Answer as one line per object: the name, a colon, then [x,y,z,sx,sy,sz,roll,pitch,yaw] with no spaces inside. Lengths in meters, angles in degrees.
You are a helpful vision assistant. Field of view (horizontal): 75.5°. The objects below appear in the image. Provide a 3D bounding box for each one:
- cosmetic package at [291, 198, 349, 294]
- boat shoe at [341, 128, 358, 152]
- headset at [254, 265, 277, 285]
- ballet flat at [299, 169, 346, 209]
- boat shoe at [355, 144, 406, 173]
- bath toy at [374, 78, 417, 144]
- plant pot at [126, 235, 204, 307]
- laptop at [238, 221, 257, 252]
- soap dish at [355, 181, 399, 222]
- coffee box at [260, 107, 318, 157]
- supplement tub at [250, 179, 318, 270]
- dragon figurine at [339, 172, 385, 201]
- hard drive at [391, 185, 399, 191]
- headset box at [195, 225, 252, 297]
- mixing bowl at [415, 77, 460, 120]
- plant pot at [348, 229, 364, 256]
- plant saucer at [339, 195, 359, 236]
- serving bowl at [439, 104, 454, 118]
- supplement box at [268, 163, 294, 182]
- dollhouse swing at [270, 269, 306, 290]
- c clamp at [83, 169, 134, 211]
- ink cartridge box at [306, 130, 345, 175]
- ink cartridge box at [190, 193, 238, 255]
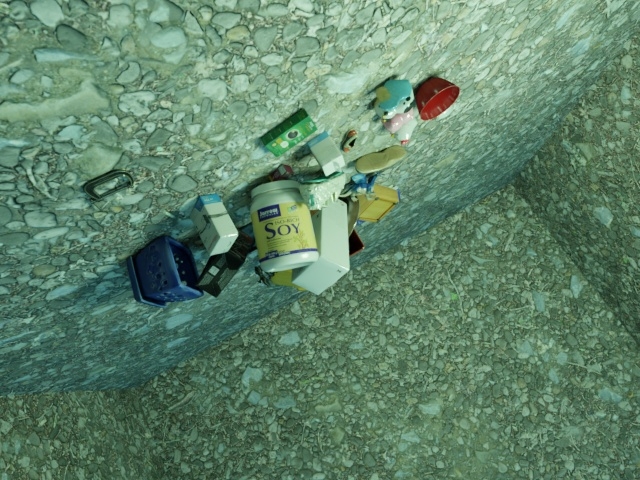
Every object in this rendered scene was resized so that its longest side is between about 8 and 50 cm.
cosmetic package: [0.000,0.000,1.948,0.162,0.453,0.230,29,128,-25]
boat shoe: [0.122,-0.403,1.702,0.049,0.043,0.137,-25,163,-22]
headset: [-0.240,0.132,2.361,0.243,0.185,0.394,-41,170,30]
ballet flat: [0.012,-0.207,1.726,0.147,0.147,0.409,-38,180,25]
boat shoe: [0.281,-0.366,1.958,0.285,0.102,0.092,-28,158,-25]
bath toy: [0.301,-0.485,1.620,0.152,0.128,0.348,1,170,18]
plant pot: [-0.649,0.146,1.710,0.212,0.235,0.236,-23,162,2]
laptop: [-0.398,0.005,2.053,0.235,0.136,0.264,-27,136,-11]
soap dish: [0.291,-0.207,2.316,0.291,0.118,0.229,4,138,-50]
coffee box: [-0.106,-0.371,1.437,0.184,0.040,0.113,-33,163,10]
supplement tub: [-0.152,-0.054,1.673,0.241,0.330,0.241,-12,172,-2]
dragon figurine: [0.192,-0.276,2.075,0.290,0.143,0.085,-6,154,-14]
hard drive: [0.347,-0.212,2.570,0.319,0.040,0.210,-31,162,4]
headset box: [-0.416,0.081,1.821,0.218,0.110,0.293,-50,-164,16]
mixing bowl: [0.449,-0.577,1.644,0.182,0.098,0.181,-28,162,-10]
plant pot: [0.075,0.004,2.420,0.267,0.267,0.236,-30,173,0]
plant saucer: [0.096,-0.104,2.163,0.050,0.310,0.310,25,134,-22]
serving bowl: [0.568,-0.597,1.889,0.083,0.027,0.083,-27,163,-9]
supplement box: [-0.157,-0.261,1.652,0.083,0.043,0.055,-37,161,23]
dollhouse swing: [-0.140,0.164,2.809,0.346,0.305,0.315,109,3,-64]
c clamp: [-0.633,-0.156,1.246,0.161,0.022,0.137,-28,157,-1]
ink cartridge box: [0.026,-0.327,1.594,0.090,0.143,0.092,-31,162,2]
ink cartridge box: [-0.406,-0.060,1.570,0.082,0.190,0.139,-14,156,-41]
